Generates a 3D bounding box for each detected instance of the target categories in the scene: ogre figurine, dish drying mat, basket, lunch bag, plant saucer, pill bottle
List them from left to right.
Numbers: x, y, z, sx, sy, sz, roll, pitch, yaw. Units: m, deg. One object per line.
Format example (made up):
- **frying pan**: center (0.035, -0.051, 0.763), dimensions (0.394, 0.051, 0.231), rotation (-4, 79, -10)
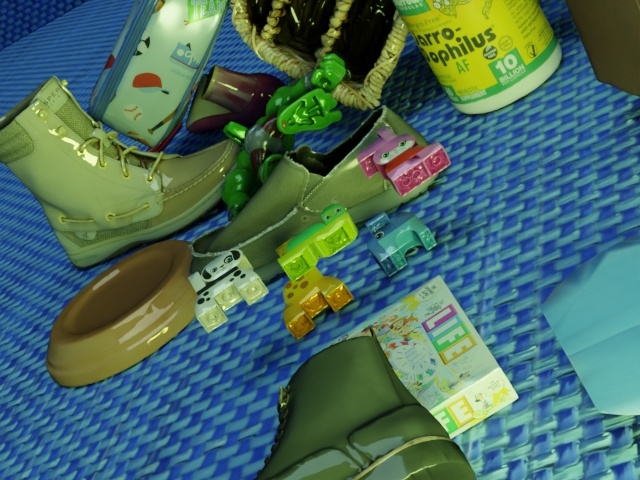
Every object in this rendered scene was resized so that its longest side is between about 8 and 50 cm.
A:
- **plant saucer**: center (-0.185, 0.061, 1.207), dimensions (0.200, 0.037, 0.200), rotation (-28, 21, 12)
- **dish drying mat**: center (-0.216, -0.137, 1.710), dimensions (0.032, 0.008, 0.083), rotation (-20, 25, 32)
- **lunch bag**: center (-0.178, -0.256, 1.511), dimensions (0.303, 0.115, 0.243), rotation (-93, 28, -68)
- **ogre figurine**: center (-0.044, -0.093, 1.250), dimensions (0.118, 0.097, 0.197), rotation (-162, 82, -69)
- **basket**: center (0.019, -0.321, 1.314), dimensions (0.223, 0.213, 0.299), rotation (-78, 11, -71)
- **pill bottle**: center (0.128, -0.232, 1.162), dimensions (0.117, 0.208, 0.117), rotation (-28, 22, 12)

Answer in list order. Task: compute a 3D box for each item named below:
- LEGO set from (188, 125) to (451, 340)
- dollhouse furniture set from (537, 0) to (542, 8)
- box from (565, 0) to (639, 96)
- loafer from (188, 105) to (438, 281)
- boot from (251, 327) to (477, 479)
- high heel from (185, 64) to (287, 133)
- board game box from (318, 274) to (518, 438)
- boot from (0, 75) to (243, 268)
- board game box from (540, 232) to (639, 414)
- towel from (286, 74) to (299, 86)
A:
- **LEGO set**: center (0.000, 0.000, 1.007), dimensions (0.227, 0.087, 0.093), rotation (-34, 37, -3)
- **dollhouse furniture set**: center (0.347, -0.314, 1.237), dimensions (0.301, 0.151, 0.197), rotation (-9, 48, 12)
- **box**: center (0.290, -0.198, 0.885), dimensions (0.168, 0.167, 0.203), rotation (-37, 32, -9)
- **loafer**: center (-0.018, -0.043, 1.125), dimensions (0.251, 0.087, 0.094), rotation (-29, 22, 8)
- **boot**: center (-0.024, 0.139, 0.729), dimensions (0.198, 0.077, 0.137), rotation (-22, 39, -7)
- **high heel**: center (-0.098, -0.167, 1.574), dimensions (0.244, 0.117, 0.082), rotation (149, 138, -72)
- **board game box**: center (0.059, 0.087, 0.828), dimensions (0.103, 0.026, 0.154), rotation (-32, 21, 3)
- **boot**: center (-0.227, -0.097, 1.372), dimensions (0.262, 0.203, 0.095), rotation (-22, 24, 28)
- **board game box**: center (0.205, 0.049, 0.705), dimensions (0.133, 0.033, 0.169), rotation (-26, 27, 5)
- **towel**: center (0.055, -0.299, 1.649), dimensions (0.209, 0.034, 0.285), rotation (-26, 22, 16)
